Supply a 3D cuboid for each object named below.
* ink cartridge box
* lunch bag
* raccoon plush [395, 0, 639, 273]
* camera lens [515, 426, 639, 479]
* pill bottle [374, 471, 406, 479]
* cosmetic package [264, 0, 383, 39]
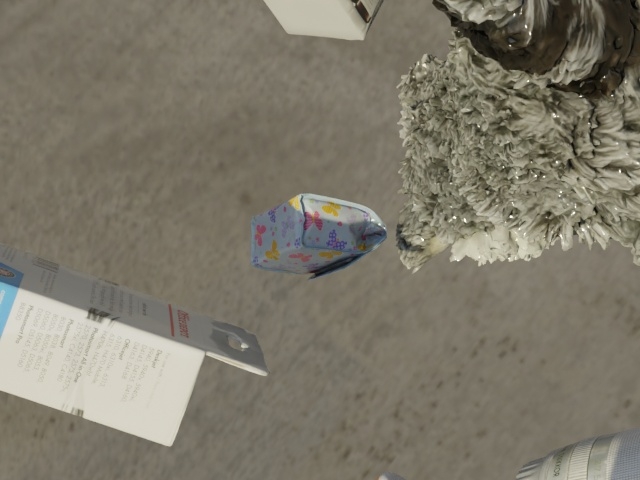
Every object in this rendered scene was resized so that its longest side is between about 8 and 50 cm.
[{"bbox_3d":[-0.126,0.061,0.818,0.180,0.104,0.060,20,96,-10],"label":"ink cartridge box"},{"bbox_3d":[0.000,0.000,1.073,0.083,0.071,0.053,9,71,-36],"label":"lunch bag"},{"bbox_3d":[0.093,-0.127,0.935,0.446,0.299,0.216,41,58,-40],"label":"raccoon plush"},{"bbox_3d":[0.350,0.286,1.390,0.219,0.274,0.219,40,41,-47],"label":"camera lens"},{"bbox_3d":[0.049,0.335,1.577,0.086,0.152,0.086,42,12,-11],"label":"pill bottle"},{"bbox_3d":[-0.028,-0.214,0.721,0.060,0.239,0.098,10,65,35],"label":"cosmetic package"}]
